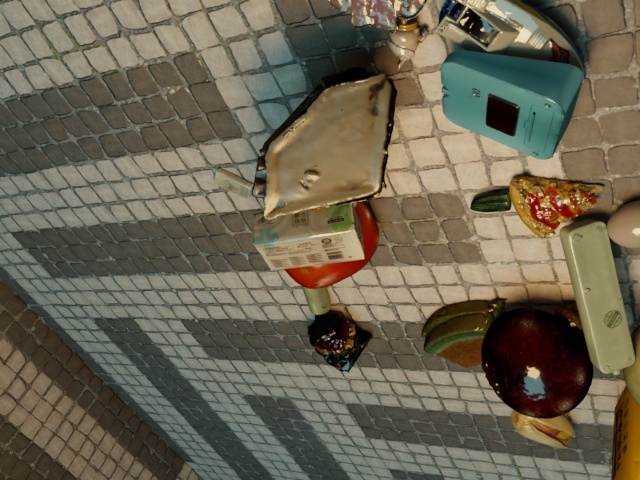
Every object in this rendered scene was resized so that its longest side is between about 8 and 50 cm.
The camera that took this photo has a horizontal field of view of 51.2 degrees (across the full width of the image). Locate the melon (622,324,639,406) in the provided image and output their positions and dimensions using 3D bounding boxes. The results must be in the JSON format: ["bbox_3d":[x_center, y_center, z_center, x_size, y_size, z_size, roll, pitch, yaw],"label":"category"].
[{"bbox_3d":[0.853,0.299,1.585,0.272,0.271,0.307,16,123,12],"label":"melon"}]

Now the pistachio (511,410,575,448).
[{"bbox_3d":[0.701,0.577,2.105,0.201,0.117,0.145,20,180,-5],"label":"pistachio"}]

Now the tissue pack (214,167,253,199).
[{"bbox_3d":[-0.240,-0.156,1.846,0.108,0.023,0.056,25,141,2],"label":"tissue pack"}]

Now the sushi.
[{"bbox_3d":[0.039,0.301,2.113,0.172,0.153,0.150,29,167,28],"label":"sushi"}]

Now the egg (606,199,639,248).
[{"bbox_3d":[0.682,-0.034,1.424,0.135,0.103,0.103,-20,123,44],"label":"egg"}]

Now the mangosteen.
[{"bbox_3d":[0.560,0.306,1.694,0.294,0.297,0.297,-4,144,-16],"label":"mangosteen"}]

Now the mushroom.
[{"bbox_3d":[0.112,-0.476,1.221,0.188,0.117,0.141,15,150,15],"label":"mushroom"}]

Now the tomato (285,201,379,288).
[{"bbox_3d":[0.000,0.000,1.735,0.299,0.226,0.298,17,144,13],"label":"tomato"}]

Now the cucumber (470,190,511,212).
[{"bbox_3d":[0.397,-0.089,1.563,0.105,0.048,0.048,-6,132,39],"label":"cucumber"}]

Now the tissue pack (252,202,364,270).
[{"bbox_3d":[-0.025,-0.032,1.533,0.230,0.145,0.159,-9,153,9],"label":"tissue pack"}]

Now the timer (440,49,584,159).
[{"bbox_3d":[0.362,-0.278,1.302,0.250,0.091,0.232,24,168,18],"label":"timer"}]

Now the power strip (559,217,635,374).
[{"bbox_3d":[0.639,0.138,1.533,0.091,0.062,0.385,-19,104,-3],"label":"power strip"}]

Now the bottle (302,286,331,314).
[{"bbox_3d":[-0.021,0.137,2.021,0.072,0.072,0.201,6,138,22],"label":"bottle"}]

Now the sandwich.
[{"bbox_3d":[0.418,0.276,1.913,0.292,0.109,0.212,-9,129,35],"label":"sandwich"}]

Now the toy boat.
[{"bbox_3d":[0.364,-0.369,1.229,0.295,0.088,0.129,29,141,-5],"label":"toy boat"}]

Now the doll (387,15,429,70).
[{"bbox_3d":[0.174,-0.399,1.319,0.084,0.073,0.127,-10,136,-7],"label":"doll"}]

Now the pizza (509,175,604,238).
[{"bbox_3d":[0.530,-0.082,1.489,0.199,0.062,0.188,-17,127,39],"label":"pizza"}]

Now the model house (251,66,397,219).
[{"bbox_3d":[0.009,-0.220,1.446,0.298,0.282,0.316,3,107,1],"label":"model house"}]

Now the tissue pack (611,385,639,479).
[{"bbox_3d":[0.901,0.555,1.754,0.229,0.381,0.293,11,139,14],"label":"tissue pack"}]
